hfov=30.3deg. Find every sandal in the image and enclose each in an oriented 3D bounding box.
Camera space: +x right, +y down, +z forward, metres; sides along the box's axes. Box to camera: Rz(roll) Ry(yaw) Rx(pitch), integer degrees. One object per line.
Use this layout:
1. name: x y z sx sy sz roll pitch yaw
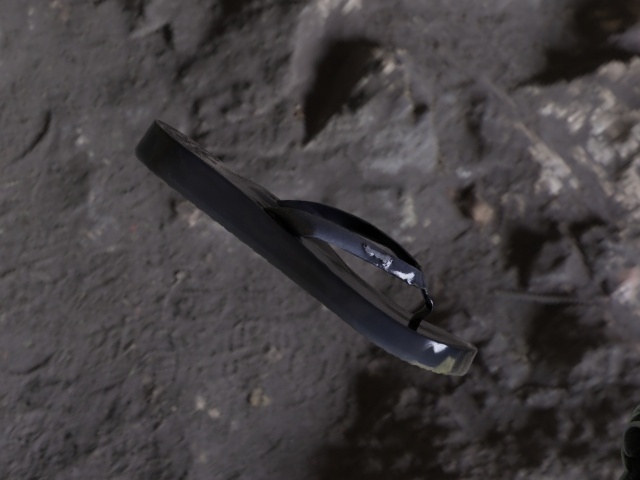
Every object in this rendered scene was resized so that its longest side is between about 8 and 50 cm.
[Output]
1. sandal: 0.000 0.000 0.738 0.254 0.054 0.097 37 5 -5

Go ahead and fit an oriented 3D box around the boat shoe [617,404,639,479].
1. boat shoe: 0.218 0.136 0.708 0.081 0.079 0.227 47 59 -3
